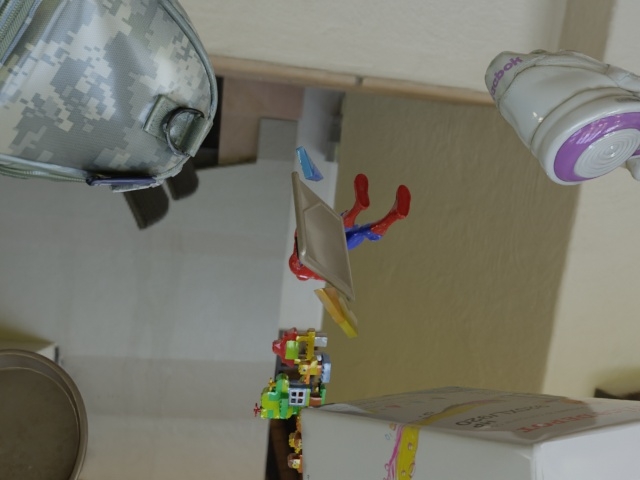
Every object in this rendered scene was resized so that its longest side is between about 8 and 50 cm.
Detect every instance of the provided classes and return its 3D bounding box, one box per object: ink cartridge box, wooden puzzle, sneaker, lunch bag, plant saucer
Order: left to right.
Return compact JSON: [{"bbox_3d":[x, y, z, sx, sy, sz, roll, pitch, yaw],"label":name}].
[{"bbox_3d":[-0.467,0.297,0.927,0.278,0.277,0.041,8,160,7],"label":"plant saucer"},{"bbox_3d":[-0.237,-0.179,0.514,0.256,0.212,0.305,26,-168,-40],"label":"lunch bag"},{"bbox_3d":[0.000,0.000,0.416,0.014,0.078,0.116,-21,-134,20],"label":"wooden puzzle"},{"bbox_3d":[0.118,0.196,0.437,0.171,0.168,0.233,1,171,-32],"label":"ink cartridge box"},{"bbox_3d":[0.283,-0.137,0.630,0.305,0.114,0.152,-5,-132,-41],"label":"sneaker"}]

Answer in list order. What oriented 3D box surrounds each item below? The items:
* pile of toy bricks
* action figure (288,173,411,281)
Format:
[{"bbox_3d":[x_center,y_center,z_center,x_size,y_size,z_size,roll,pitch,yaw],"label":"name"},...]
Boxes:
[{"bbox_3d":[-0.047,0.246,0.963,0.105,0.212,0.118,3,-162,-6],"label":"pile of toy bricks"},{"bbox_3d":[0.025,-0.031,0.910,0.092,0.139,0.280,15,148,-19],"label":"action figure"}]
